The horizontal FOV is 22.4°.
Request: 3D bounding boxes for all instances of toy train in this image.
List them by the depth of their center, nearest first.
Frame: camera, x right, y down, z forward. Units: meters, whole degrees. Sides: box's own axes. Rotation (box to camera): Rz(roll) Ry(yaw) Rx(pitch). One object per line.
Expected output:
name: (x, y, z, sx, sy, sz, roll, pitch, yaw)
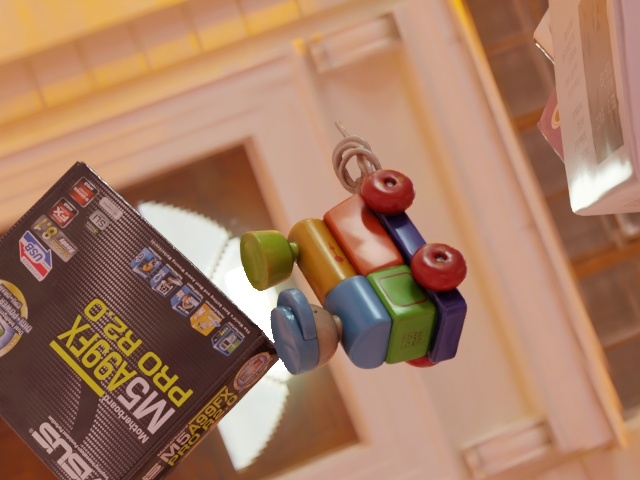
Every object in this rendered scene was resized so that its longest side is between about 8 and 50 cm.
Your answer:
toy train: (0.000, 0.000, 1.255, 0.105, 0.143, 0.248, 100, -31, -43)

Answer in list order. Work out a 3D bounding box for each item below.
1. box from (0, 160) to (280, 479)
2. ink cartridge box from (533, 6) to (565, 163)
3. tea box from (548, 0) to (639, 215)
box: (-0.200, 0.088, 1.455, 0.270, 0.216, 0.060, 42, -7, 27)
ink cartridge box: (0.218, -0.156, 1.179, 0.224, 0.045, 0.223, -63, -166, 16)
tea box: (0.265, -0.133, 0.680, 0.329, 0.324, 0.220, 8, 77, -85)
